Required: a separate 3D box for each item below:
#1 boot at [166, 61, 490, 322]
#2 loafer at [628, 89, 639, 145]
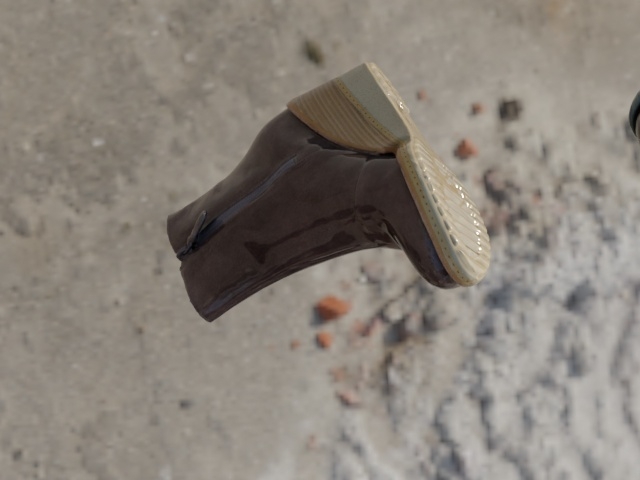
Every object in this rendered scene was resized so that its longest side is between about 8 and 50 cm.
[{"bbox_3d":[0.000,0.000,1.199,0.090,0.207,0.248,41,15,-40],"label":"boot"},{"bbox_3d":[0.309,-0.031,1.001,0.268,0.096,0.084,16,45,-23],"label":"loafer"}]
